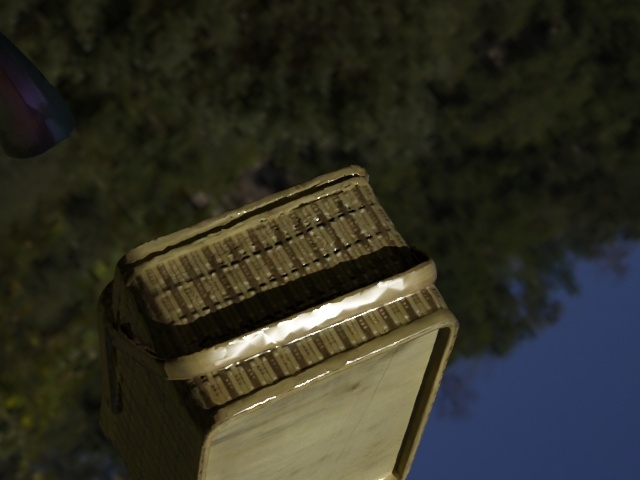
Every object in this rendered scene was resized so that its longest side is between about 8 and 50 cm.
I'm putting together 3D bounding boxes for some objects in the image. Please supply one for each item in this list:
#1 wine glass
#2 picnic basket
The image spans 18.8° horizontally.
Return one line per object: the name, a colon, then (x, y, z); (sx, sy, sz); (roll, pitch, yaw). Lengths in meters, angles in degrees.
wine glass: (-0.283, -0.150, 1.711); (0.073, 0.155, 0.073); (-18, -143, 14)
picnic basket: (-0.042, 0.098, 1.525); (0.228, 0.175, 0.313); (-22, 154, -20)
